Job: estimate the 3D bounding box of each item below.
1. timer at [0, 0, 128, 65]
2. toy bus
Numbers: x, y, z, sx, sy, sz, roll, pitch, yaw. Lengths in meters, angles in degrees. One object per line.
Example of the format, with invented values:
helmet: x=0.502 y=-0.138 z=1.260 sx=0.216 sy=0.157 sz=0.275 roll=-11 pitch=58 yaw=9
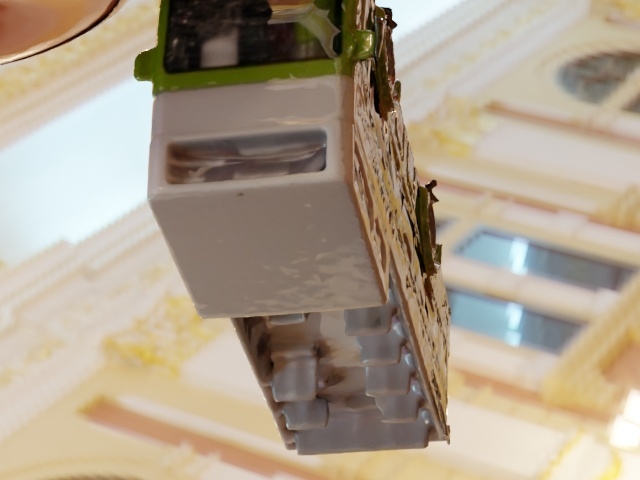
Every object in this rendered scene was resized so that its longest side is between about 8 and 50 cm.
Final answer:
timer: x=-0.168 y=-0.188 z=0.792 sx=0.229 sy=0.229 sz=0.215 roll=8 pitch=-117 yaw=-63
toy bus: x=0.000 y=0.000 z=0.905 sx=0.302 sy=0.113 sz=0.139 roll=70 pitch=-161 yaw=-53
